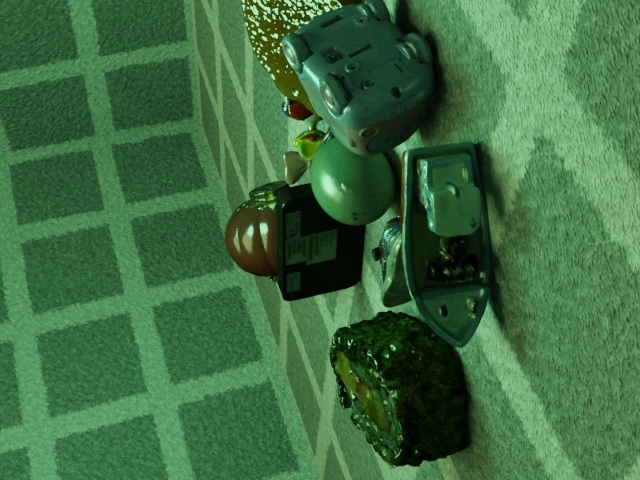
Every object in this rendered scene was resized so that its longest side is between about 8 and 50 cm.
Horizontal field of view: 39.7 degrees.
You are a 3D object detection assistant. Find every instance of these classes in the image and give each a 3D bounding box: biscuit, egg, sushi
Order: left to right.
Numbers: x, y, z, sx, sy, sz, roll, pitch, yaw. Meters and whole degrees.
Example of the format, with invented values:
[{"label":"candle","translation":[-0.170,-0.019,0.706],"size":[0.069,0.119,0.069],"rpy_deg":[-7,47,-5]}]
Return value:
[{"label":"biscuit","translation":[-0.014,-0.420,1.823],"size":[0.381,0.074,0.359],"rpy_deg":[22,138,36]},{"label":"egg","translation":[0.065,-0.127,1.844],"size":[0.236,0.169,0.169],"rpy_deg":[-122,24,-50]},{"label":"sushi","translation":[0.161,0.310,1.836],"size":[0.352,0.178,0.294],"rpy_deg":[-160,55,-70]}]

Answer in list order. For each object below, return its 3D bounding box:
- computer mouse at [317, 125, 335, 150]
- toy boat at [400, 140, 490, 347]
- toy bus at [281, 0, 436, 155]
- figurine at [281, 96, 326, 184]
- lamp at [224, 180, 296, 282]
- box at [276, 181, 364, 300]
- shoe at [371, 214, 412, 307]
[{"label":"computer mouse","translation":[0.034,-0.207,2.039],"size":[0.057,0.120,0.232],"rpy_deg":[33,151,15]},{"label":"toy boat","translation":[0.207,0.011,1.432],"size":[0.133,0.145,0.332],"rpy_deg":[-126,29,-74]},{"label":"toy bus","translation":[0.074,-0.277,1.600],"size":[0.294,0.197,0.232],"rpy_deg":[51,164,35]},{"label":"figurine","translation":[-0.035,-0.335,2.110],"size":[0.193,0.154,0.421],"rpy_deg":[-127,29,-71]},{"label":"lamp","translation":[-0.105,-0.023,2.362],"size":[0.303,0.303,0.257],"rpy_deg":[-147,42,-71]},{"label":"box","translation":[0.000,0.000,2.141],"size":[0.350,0.211,0.058],"rpy_deg":[91,163,-45]},{"label":"shoe","translation":[0.150,0.034,1.783],"size":[0.125,0.099,0.228],"rpy_deg":[57,152,36]}]
